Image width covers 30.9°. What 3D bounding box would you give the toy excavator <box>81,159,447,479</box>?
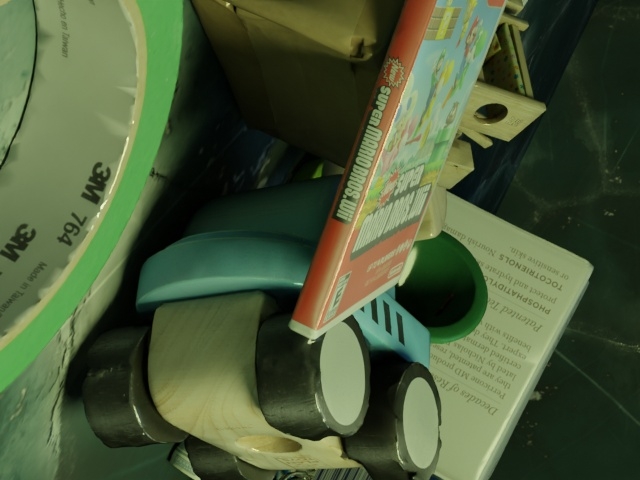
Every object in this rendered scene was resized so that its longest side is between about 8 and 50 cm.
[{"bbox_3d":[0.009,0.018,1.124,0.433,0.222,0.445,40,49,-52],"label":"toy excavator"}]

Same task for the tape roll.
[{"bbox_3d":[-0.189,-0.045,0.603,0.321,0.077,0.321,-56,165,-24],"label":"tape roll"}]

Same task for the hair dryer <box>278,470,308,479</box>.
[{"bbox_3d":[-0.101,0.369,1.455,0.224,0.080,0.293,-20,164,0],"label":"hair dryer"}]

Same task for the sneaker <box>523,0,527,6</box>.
[{"bbox_3d":[0.245,-0.330,1.705,0.212,0.080,0.094,-66,156,-20],"label":"sneaker"}]

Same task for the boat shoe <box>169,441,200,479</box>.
[{"bbox_3d":[-0.112,0.260,1.428,0.081,0.079,0.227,-58,163,-4],"label":"boat shoe"}]

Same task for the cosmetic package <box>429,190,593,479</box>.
[{"bbox_3d":[0.215,0.156,1.919,0.393,0.327,0.329,-62,166,0],"label":"cosmetic package"}]

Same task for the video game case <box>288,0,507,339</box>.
[{"bbox_3d":[0.067,-0.079,0.852,0.204,0.025,0.285,-25,137,-67],"label":"video game case"}]

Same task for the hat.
[{"bbox_3d":[0.085,0.106,1.404,0.208,0.173,0.183,-54,173,-44],"label":"hat"}]

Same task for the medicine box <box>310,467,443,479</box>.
[{"bbox_3d":[0.071,0.396,1.959,0.149,0.264,0.289,-64,166,3],"label":"medicine box"}]

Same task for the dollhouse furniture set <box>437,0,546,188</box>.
[{"bbox_3d":[0.121,-0.173,1.163,0.161,0.101,0.181,-42,-136,46],"label":"dollhouse furniture set"}]

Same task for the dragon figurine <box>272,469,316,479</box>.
[{"bbox_3d":[-0.048,0.281,1.686,0.289,0.144,0.085,-48,175,25],"label":"dragon figurine"}]

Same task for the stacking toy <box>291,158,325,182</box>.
[{"bbox_3d":[0.000,0.000,1.420,0.309,0.130,0.279,-52,136,-47],"label":"stacking toy"}]

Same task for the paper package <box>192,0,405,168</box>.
[{"bbox_3d":[0.055,-0.245,0.940,0.324,0.168,0.309,-61,168,-12],"label":"paper package"}]
